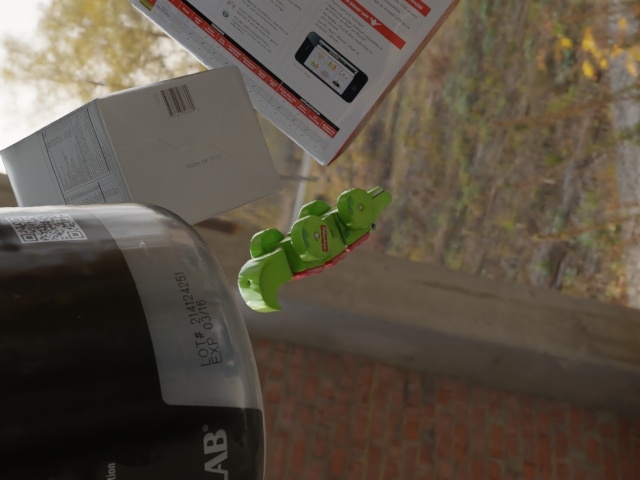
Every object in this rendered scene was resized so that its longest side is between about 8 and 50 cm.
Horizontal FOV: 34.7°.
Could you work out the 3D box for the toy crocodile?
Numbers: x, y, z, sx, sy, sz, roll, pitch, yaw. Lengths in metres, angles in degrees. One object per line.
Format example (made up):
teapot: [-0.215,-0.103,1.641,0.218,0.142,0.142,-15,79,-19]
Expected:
toy crocodile: [0.000,0.000,1.565,0.340,0.115,0.105,-34,-77,-49]

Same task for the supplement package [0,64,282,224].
supplement package: [-0.194,-0.075,1.100,0.203,0.194,0.149,-16,95,45]

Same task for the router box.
router box: [-0.028,-0.305,1.237,0.301,0.335,0.082,-50,-2,36]

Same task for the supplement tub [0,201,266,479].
supplement tub: [-0.198,0.086,0.406,0.194,0.316,0.193,9,101,58]
